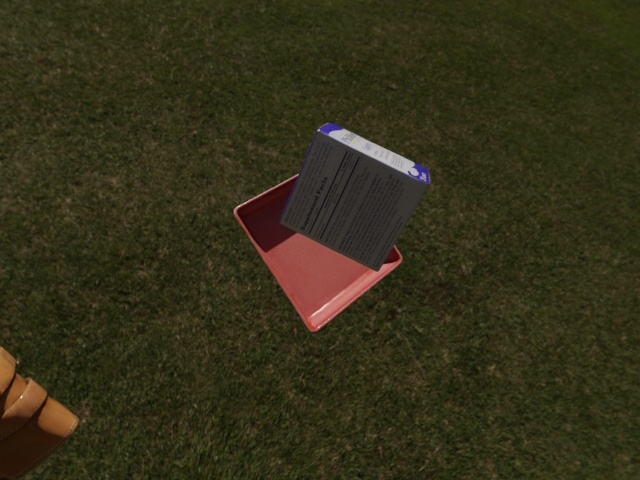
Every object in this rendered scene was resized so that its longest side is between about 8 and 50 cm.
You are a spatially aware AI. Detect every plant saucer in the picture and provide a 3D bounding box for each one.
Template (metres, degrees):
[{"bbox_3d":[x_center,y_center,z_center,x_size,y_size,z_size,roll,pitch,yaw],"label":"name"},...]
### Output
[{"bbox_3d":[0.000,0.000,0.817,0.259,0.047,0.258,-34,92,-30],"label":"plant saucer"}]

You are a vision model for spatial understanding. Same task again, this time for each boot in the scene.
[{"bbox_3d":[-0.292,0.101,0.327,0.220,0.283,0.109,43,33,-13],"label":"boot"}]

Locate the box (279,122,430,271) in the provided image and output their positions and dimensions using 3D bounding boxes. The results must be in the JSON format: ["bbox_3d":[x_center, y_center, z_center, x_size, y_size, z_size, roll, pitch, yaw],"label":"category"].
[{"bbox_3d":[0.040,-0.053,0.514,0.137,0.126,0.072,27,27,1],"label":"box"}]
